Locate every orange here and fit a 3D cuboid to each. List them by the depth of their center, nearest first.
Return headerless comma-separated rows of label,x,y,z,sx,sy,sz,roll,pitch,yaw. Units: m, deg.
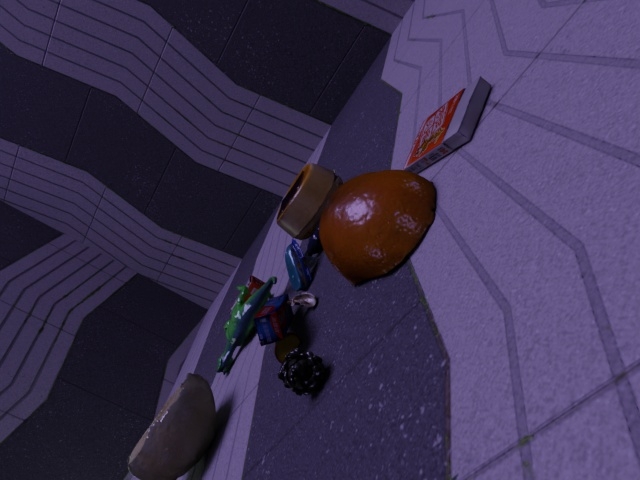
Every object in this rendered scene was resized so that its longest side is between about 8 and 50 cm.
orange,0.123,-0.030,1.082,0.275,0.274,0.310,-63,-18,-15

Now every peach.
peach,-0.087,0.285,1.276,0.050,0.077,0.084,-149,46,-74

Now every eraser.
eraser,0.279,-0.251,1.086,0.157,0.038,0.230,-64,13,-20

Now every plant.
plant,-0.044,0.274,1.025,0.092,0.094,0.143,-51,6,-11

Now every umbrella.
umbrella,-0.005,0.001,1.593,0.248,0.070,0.071,-59,11,22

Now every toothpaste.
toothpaste,-0.123,0.211,1.325,0.065,0.077,0.320,-16,2,1

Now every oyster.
oyster,-0.048,0.181,1.351,0.080,0.038,0.083,-25,30,-9

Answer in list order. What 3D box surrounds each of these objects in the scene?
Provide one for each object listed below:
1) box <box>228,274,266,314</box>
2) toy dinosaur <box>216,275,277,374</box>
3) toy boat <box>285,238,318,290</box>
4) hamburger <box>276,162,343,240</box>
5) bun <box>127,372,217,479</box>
box,-0.324,0.261,2.150,0.182,0.099,0.133,-57,11,7
toy dinosaur,-0.301,0.328,1.825,0.500,0.143,0.375,140,153,-70
toy boat,-0.056,0.072,1.556,0.091,0.110,0.175,-43,62,56
hamburger,-0.032,-0.138,1.738,0.300,0.176,0.300,-54,14,20
bun,-0.455,0.629,1.574,0.364,0.202,0.364,-55,6,9
